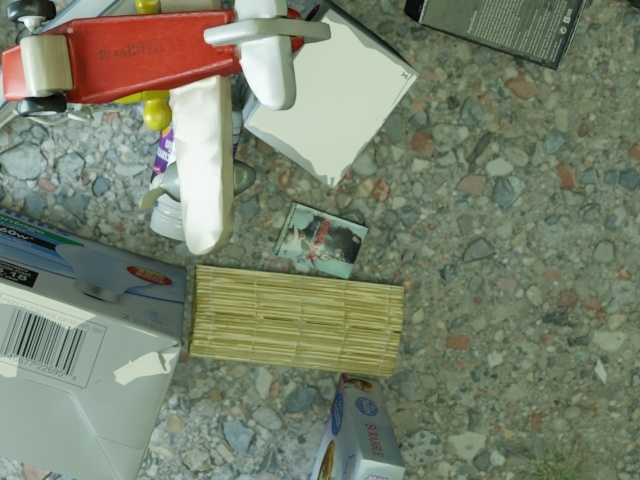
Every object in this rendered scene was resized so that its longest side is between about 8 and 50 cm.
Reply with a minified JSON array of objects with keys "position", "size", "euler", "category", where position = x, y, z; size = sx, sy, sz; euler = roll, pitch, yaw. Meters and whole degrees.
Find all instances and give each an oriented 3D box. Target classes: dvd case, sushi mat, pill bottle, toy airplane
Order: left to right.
[{"position":[-0.166,-0.236,1.707],"size":[0.384,0.272,0.386],"euler":[40,101,12],"category":"toy airplane"},{"position":[-0.179,-0.102,1.917],"size":[0.108,0.108,0.193],"euler":[13,104,-8],"category":"pill bottle"},{"position":[-0.035,0.120,2.036],"size":[0.317,0.019,0.151],"euler":[6,108,-6],"category":"sushi mat"},{"position":[0.000,0.000,2.010],"size":[0.119,0.013,0.087],"euler":[20,103,-9],"category":"dvd case"}]

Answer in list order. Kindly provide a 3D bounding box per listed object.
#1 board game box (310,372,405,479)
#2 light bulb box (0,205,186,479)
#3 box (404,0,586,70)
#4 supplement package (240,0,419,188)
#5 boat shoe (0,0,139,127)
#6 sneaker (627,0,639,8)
[{"position":[0.030,0.394,1.967],"size":[0.066,0.318,0.318],"euler":[14,103,-8],"category":"board game box"},{"position":[-0.378,0.125,1.834],"size":[0.358,0.361,0.225],"euler":[19,102,-10],"category":"light bulb box"},{"position":[0.233,-0.321,1.867],"size":[0.207,0.153,0.108],"euler":[17,103,-10],"category":"box"},{"position":[0.006,-0.207,1.854],"size":[0.149,0.203,0.194],"euler":[35,100,-13],"category":"supplement package"},{"position":[-0.332,-0.223,1.870],"size":[0.367,0.136,0.156],"euler":[-42,108,-3],"category":"boat shoe"},{"position":[0.516,-0.389,1.916],"size":[0.217,0.079,0.121],"euler":[-15,110,8],"category":"sneaker"}]
